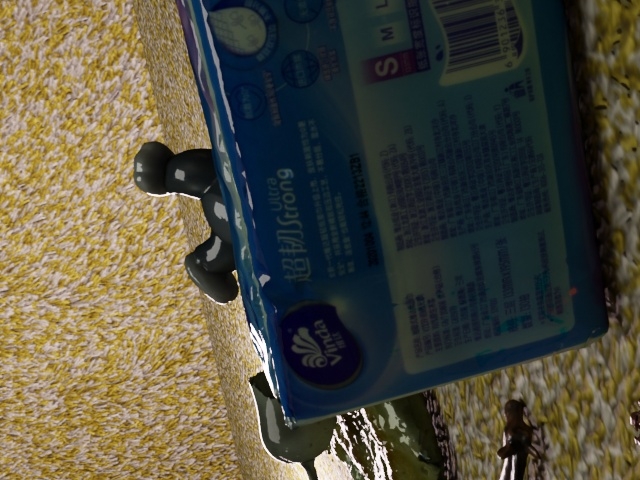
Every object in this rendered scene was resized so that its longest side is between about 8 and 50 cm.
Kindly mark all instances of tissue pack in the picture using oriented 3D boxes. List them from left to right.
[{"bbox_3d":[0.037,-0.058,0.776,0.146,0.198,0.263,-125,21,-67],"label":"tissue pack"}]

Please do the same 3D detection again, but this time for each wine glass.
[{"bbox_3d":[-0.012,0.220,1.373,0.079,0.079,0.195,-157,48,-76],"label":"wine glass"}]

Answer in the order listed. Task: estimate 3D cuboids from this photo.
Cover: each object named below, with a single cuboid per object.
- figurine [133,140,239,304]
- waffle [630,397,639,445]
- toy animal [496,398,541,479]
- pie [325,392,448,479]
[{"bbox_3d":[-0.001,-0.004,0.987,0.265,0.140,0.193,27,149,26],"label":"figurine"},{"bbox_3d":[0.189,0.106,0.698,0.083,0.029,0.075,94,154,-54],"label":"waffle"},{"bbox_3d":[0.139,0.235,1.077,0.229,0.066,0.224,90,-178,-85],"label":"toy animal"},{"bbox_3d":[0.048,0.173,1.400,0.296,0.078,0.371,83,164,-44],"label":"pie"}]
